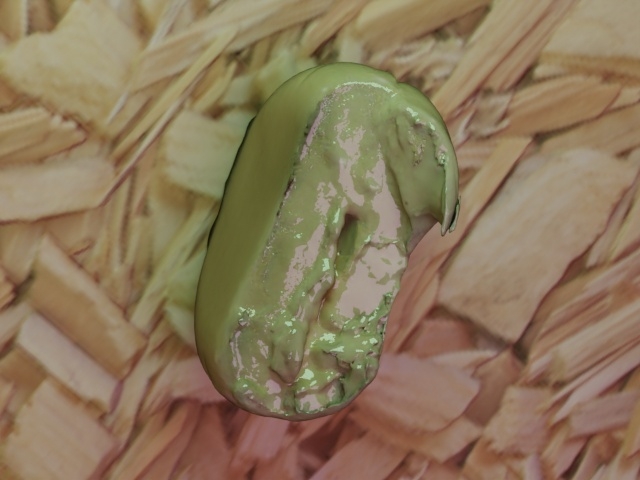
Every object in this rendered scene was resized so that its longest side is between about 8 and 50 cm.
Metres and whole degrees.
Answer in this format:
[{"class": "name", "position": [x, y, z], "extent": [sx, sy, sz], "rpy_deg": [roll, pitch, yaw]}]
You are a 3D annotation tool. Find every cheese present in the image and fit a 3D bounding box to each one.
[{"class": "cheese", "position": [0.000, 0.000, 1.426], "extent": [0.127, 0.233, 0.266], "rpy_deg": [18, 97, -16]}]
